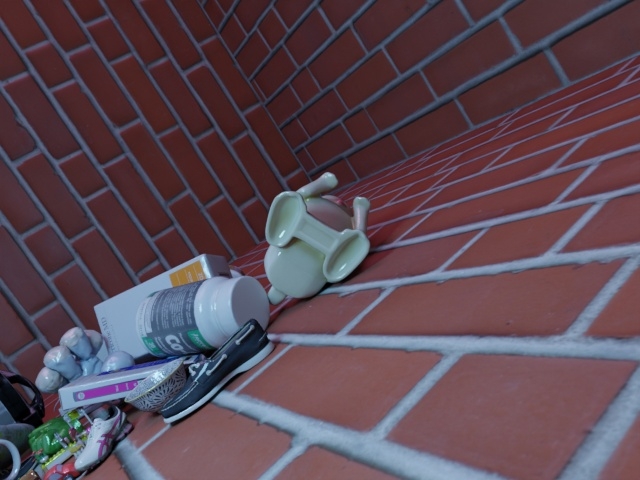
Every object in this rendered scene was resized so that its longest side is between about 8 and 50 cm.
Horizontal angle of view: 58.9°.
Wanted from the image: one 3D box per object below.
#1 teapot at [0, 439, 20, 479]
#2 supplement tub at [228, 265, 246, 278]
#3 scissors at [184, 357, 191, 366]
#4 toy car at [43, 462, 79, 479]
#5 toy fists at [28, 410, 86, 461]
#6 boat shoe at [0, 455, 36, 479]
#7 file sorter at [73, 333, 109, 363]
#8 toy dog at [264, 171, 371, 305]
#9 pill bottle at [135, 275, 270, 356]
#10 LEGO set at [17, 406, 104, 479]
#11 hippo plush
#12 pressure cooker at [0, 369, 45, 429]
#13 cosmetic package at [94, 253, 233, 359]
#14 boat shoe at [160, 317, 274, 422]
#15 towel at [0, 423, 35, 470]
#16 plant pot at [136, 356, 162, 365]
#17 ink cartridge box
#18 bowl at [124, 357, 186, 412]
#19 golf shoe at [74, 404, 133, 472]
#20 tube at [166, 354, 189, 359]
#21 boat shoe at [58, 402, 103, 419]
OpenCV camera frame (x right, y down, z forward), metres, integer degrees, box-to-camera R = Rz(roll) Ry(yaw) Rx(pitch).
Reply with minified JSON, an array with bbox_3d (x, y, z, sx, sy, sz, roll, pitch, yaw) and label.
[{"bbox_3d":[-0.831,0.601,1.285,0.256,0.187,0.252,-37,28,-11],"label":"teapot"},{"bbox_3d":[-0.372,0.180,2.313,0.144,0.144,0.199,-33,8,-4],"label":"supplement tub"},{"bbox_3d":[-0.325,0.284,1.744,0.297,0.109,0.021,-33,-34,12],"label":"scissors"},{"bbox_3d":[-0.686,0.605,1.288,0.239,0.053,0.225,-30,8,18],"label":"toy car"},{"bbox_3d":[-0.789,0.582,1.681,0.142,0.096,0.279,-37,10,-31],"label":"toy fists"},{"bbox_3d":[-0.918,0.690,1.634,0.075,0.065,0.206,-25,11,44],"label":"boat shoe"},{"bbox_3d":[-0.864,0.486,2.224,0.277,0.193,0.173,-34,5,-7],"label":"file sorter"},{"bbox_3d":[0.000,0.000,1.709,0.408,0.284,0.396,-58,-10,-69],"label":"toy dog"},{"bbox_3d":[-0.337,0.216,1.625,0.360,0.204,0.204,-15,16,31],"label":"pill bottle"},{"bbox_3d":[-0.692,0.540,1.516,0.286,0.107,0.132,-32,8,6],"label":"LEGO set"},{"bbox_3d":[-0.706,0.433,1.749,0.234,0.236,0.295,-16,-57,-73],"label":"hippo plush"},{"bbox_3d":[-1.216,0.641,2.006,0.420,0.370,0.375,-38,-1,-40],"label":"pressure cooker"},{"bbox_3d":[-0.507,0.238,1.906,0.453,0.230,0.161,-26,-12,14],"label":"cosmetic package"},{"bbox_3d":[-0.252,0.299,1.318,0.302,0.091,0.114,-36,9,-24],"label":"boat shoe"},{"bbox_3d":[-1.017,0.686,1.625,0.374,0.090,0.320,-47,-1,-19],"label":"towel"},{"bbox_3d":[-0.651,0.352,2.150,0.263,0.263,0.229,-35,-11,-14],"label":"plant pot"},{"bbox_3d":[-0.516,0.388,1.592,0.370,0.069,0.176,-13,-1,-4],"label":"ink cartridge box"},{"bbox_3d":[-0.398,0.381,1.432,0.170,0.080,0.170,-33,8,5],"label":"bowl"},{"bbox_3d":[-0.536,0.478,1.368,0.067,0.086,0.186,-28,11,22],"label":"golf shoe"},{"bbox_3d":[-0.471,0.387,1.822,0.207,0.052,0.080,-37,-9,-1],"label":"tube"},{"bbox_3d":[-0.807,0.555,1.981,0.226,0.076,0.083,-34,8,-13],"label":"boat shoe"}]
